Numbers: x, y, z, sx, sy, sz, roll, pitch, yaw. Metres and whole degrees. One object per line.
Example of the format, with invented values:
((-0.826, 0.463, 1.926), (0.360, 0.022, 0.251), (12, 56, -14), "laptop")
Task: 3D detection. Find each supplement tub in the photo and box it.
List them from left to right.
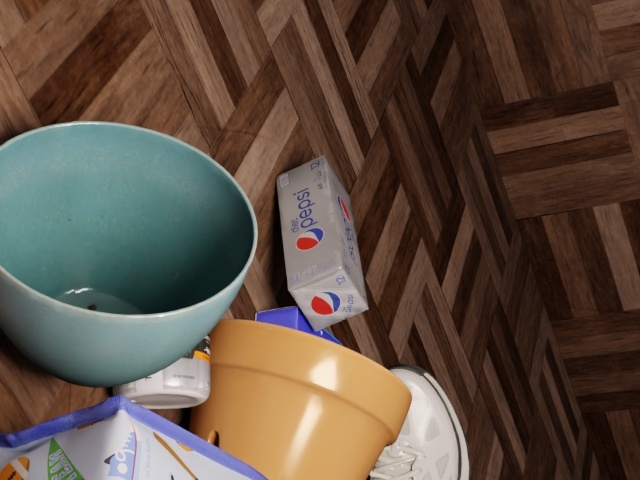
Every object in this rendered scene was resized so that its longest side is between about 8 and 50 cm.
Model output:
((-0.191, 0.101, 1.589), (0.117, 0.117, 0.190), (31, 53, -61), "supplement tub")

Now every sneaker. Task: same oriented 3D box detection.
((0.137, 0.430, 2.148), (0.257, 0.169, 0.447), (0, 83, -69), "sneaker")

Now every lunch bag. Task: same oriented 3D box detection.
((-0.175, 0.384, 1.364), (0.385, 0.239, 0.327), (36, 47, -48), "lunch bag")

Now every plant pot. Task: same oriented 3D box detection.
((-0.227, 0.040, 1.389), (0.290, 0.290, 0.195), (-71, 179, -49), "plant pot")
((-0.048, 0.252, 1.692), (0.291, 0.291, 0.203), (47, 56, -52), "plant pot")

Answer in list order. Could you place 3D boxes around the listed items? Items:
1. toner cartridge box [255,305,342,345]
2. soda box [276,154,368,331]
((-0.036, 0.287, 1.926), (0.165, 0.075, 0.347), (46, 40, -54), "toner cartridge box")
((0.000, 0.000, 2.011), (0.098, 0.091, 0.286), (57, 15, -36), "soda box")
